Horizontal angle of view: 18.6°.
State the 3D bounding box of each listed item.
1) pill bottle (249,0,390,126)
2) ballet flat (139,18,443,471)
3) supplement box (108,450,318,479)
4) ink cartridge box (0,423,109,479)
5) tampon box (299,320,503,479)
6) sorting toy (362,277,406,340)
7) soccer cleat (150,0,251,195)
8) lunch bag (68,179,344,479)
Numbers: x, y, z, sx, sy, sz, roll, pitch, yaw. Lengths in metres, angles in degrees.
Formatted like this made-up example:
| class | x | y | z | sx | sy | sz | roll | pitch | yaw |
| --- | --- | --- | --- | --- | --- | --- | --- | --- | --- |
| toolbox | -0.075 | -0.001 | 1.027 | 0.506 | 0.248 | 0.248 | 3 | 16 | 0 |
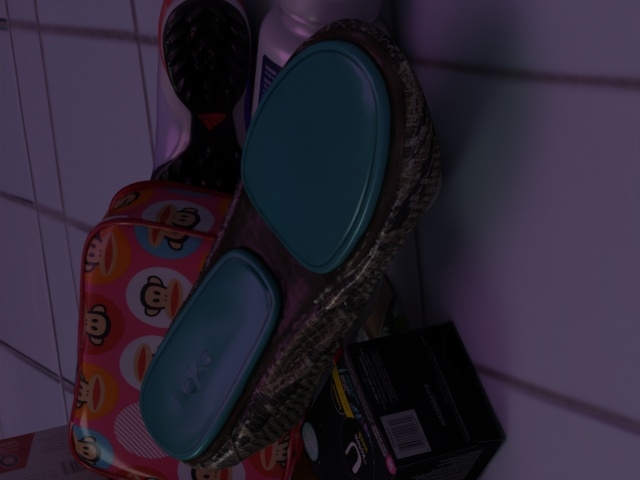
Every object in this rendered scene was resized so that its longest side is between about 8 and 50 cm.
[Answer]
| class | x | y | z | sx | sy | sz | roll | pitch | yaw |
| --- | --- | --- | --- | --- | --- | --- | --- | --- | --- |
| pill bottle | 0.001 | -0.141 | 1.634 | 0.112 | 0.112 | 0.186 | 54 | 146 | 44 |
| ballet flat | 0.000 | 0.000 | 1.592 | 0.164 | 0.182 | 0.483 | 50 | 134 | 26 |
| supplement box | -0.128 | 0.276 | 2.010 | 0.194 | 0.191 | 0.129 | 105 | 145 | -46 |
| ink cartridge box | -0.254 | 0.285 | 1.911 | 0.198 | 0.115 | 0.067 | 63 | 151 | 31 |
| tampon box | 0.064 | 0.165 | 1.643 | 0.161 | 0.101 | 0.120 | 115 | 138 | -54 |
| sorting toy | 0.053 | 0.062 | 1.732 | 0.083 | 0.012 | 0.062 | -119 | 34 | -41 |
| soccer cleat | -0.116 | -0.127 | 1.940 | 0.116 | 0.109 | 0.318 | -96 | 8 | -53 |
| lunch bag | -0.097 | 0.102 | 1.830 | 0.120 | 0.258 | 0.293 | -70 | -10 | -64 |
